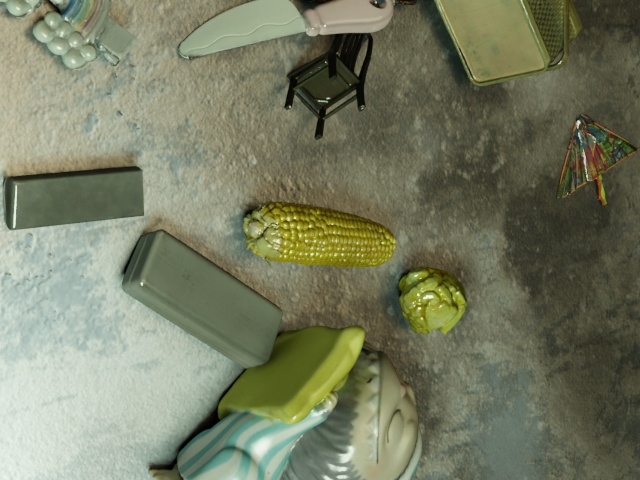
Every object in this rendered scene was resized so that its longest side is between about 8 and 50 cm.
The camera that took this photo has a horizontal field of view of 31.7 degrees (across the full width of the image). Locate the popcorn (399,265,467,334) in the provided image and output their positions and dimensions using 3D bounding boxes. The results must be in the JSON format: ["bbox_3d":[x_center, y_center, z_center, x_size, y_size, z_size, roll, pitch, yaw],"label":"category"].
[{"bbox_3d":[0.178,0.098,1.832,0.106,0.116,0.121,-66,170,20],"label":"popcorn"}]

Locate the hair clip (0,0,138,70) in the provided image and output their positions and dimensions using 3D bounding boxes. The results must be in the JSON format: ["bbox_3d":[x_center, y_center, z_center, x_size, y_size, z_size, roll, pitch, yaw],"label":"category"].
[{"bbox_3d":[-0.339,-0.321,1.506,0.220,0.054,0.140,44,75,-23],"label":"hair clip"}]

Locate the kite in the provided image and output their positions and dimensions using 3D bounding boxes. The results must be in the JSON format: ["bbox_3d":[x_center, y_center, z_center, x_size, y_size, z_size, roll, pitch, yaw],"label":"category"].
[{"bbox_3d":[0.516,-0.154,2.096,0.241,0.014,0.183,-24,106,-32],"label":"kite"}]

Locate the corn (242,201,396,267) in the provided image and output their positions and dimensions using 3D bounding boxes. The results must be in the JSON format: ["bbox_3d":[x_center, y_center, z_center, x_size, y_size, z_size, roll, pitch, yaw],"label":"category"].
[{"bbox_3d":[0.002,-0.005,1.713,0.260,0.091,0.091,9,115,-38],"label":"corn"}]

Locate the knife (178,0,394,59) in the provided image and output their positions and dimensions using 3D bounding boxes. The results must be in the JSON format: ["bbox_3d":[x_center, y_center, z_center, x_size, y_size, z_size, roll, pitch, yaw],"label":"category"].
[{"bbox_3d":[-0.050,-0.329,1.662,0.336,0.043,0.081,-12,74,-18],"label":"knife"}]

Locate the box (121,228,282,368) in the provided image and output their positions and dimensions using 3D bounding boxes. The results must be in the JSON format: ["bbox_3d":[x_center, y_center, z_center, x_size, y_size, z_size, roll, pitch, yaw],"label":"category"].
[{"bbox_3d":[-0.165,0.086,1.612,0.244,0.055,0.103,37,53,-29],"label":"box"}]

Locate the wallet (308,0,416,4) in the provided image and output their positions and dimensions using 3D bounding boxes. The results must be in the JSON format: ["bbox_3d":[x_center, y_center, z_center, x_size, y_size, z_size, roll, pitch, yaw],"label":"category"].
[{"bbox_3d":[0.061,-0.500,1.758,0.221,0.071,0.262,-9,100,-38],"label":"wallet"}]

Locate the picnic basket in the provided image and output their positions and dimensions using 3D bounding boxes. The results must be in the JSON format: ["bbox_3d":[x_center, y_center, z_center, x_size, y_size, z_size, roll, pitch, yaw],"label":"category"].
[{"bbox_3d":[0.298,-0.396,1.837,0.139,0.165,0.266,-46,117,-39],"label":"picnic basket"}]

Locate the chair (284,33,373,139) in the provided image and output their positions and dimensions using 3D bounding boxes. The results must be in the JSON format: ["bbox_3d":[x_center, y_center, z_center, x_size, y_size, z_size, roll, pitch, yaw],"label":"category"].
[{"bbox_3d":[0.016,-0.262,1.732,0.084,0.101,0.212,44,31,-28],"label":"chair"}]

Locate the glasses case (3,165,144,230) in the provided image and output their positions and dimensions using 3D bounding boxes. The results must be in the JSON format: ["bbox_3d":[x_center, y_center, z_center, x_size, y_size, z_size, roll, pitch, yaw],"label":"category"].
[{"bbox_3d":[-0.330,-0.058,1.519,0.191,0.042,0.072,-8,103,-33],"label":"glasses case"}]

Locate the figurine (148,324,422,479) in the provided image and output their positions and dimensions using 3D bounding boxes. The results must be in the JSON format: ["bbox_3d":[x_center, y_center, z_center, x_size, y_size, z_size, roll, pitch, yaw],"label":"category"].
[{"bbox_3d":[0.016,0.350,1.627,0.361,0.266,0.377,-42,104,-9],"label":"figurine"}]
